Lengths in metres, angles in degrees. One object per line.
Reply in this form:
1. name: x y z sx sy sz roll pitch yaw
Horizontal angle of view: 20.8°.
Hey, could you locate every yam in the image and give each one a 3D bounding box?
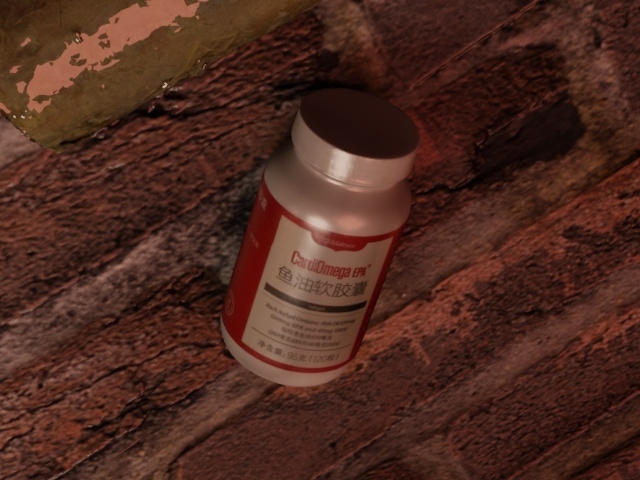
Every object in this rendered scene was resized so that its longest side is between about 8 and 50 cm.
1. yam: -0.114 -0.200 1.250 0.304 0.168 0.168 -30 136 0

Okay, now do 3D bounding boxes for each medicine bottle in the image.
1. medicine bottle: 0.000 0.000 1.512 0.131 0.131 0.250 -2 130 -27
